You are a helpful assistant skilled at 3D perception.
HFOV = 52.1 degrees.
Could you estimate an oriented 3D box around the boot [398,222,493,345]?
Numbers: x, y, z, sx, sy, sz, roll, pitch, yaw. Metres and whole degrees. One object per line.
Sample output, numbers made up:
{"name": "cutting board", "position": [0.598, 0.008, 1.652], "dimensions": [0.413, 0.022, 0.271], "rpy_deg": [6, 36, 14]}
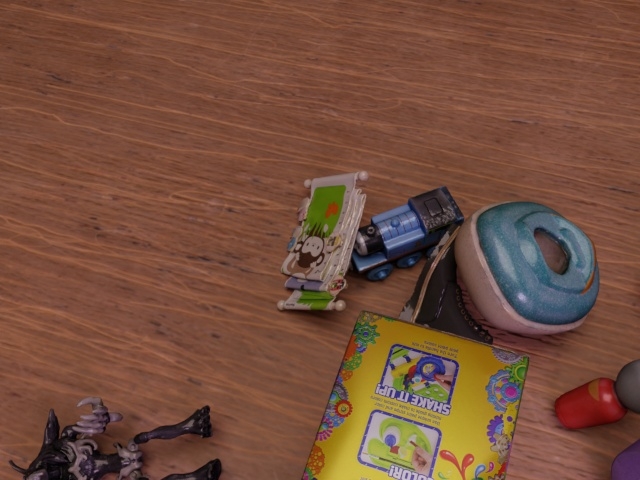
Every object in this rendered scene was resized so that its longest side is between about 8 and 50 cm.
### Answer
{"name": "boot", "position": [0.195, 0.089, 0.910], "dimensions": [0.137, 0.077, 0.198], "rpy_deg": [26, 98, 13]}

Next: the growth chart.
{"name": "growth chart", "position": [0.000, 0.000, 0.973], "dimensions": [0.172, 0.021, 0.237], "rpy_deg": [-13, 57, 48]}

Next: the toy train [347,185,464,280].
{"name": "toy train", "position": [0.123, -0.008, 0.974], "dimensions": [0.184, 0.105, 0.080], "rpy_deg": [-20, 59, -7]}

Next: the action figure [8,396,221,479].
{"name": "action figure", "position": [-0.271, 0.278, 0.819], "dimensions": [0.275, 0.141, 0.164], "rpy_deg": [-10, 70, -3]}

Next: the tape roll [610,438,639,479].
{"name": "tape roll", "position": [0.432, 0.310, 0.659], "dimensions": [0.090, 0.275, 0.275], "rpy_deg": [-30, 61, -13]}

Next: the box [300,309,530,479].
{"name": "box", "position": [0.087, 0.275, 0.701], "dimensions": [0.177, 0.290, 0.279], "rpy_deg": [14, 61, 13]}

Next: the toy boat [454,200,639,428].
{"name": "toy boat", "position": [0.322, 0.083, 0.850], "dimensions": [0.267, 0.148, 0.318], "rpy_deg": [-7, 68, -46]}
